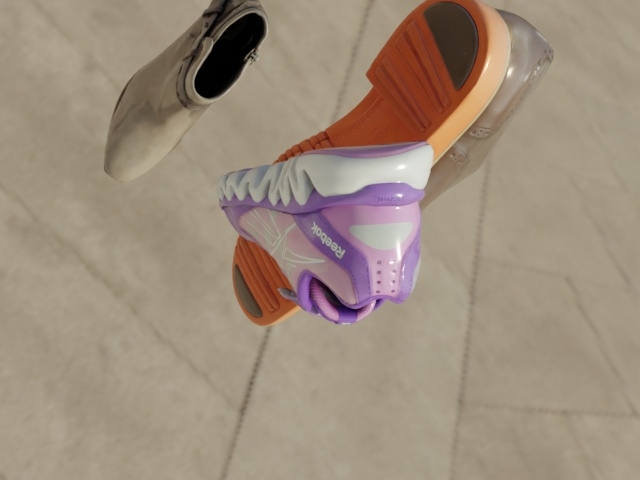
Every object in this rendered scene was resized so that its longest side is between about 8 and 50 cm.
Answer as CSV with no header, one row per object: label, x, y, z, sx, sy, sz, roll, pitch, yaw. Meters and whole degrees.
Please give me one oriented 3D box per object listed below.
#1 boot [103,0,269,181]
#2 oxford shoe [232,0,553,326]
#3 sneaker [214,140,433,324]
boot,-0.070,-0.078,0.814,0.042,0.118,0.087,32,-2,-19
oxford shoe,0.061,-0.050,1.342,0.132,0.364,0.130,7,47,-47
sneaker,0.000,0.000,0.972,0.095,0.236,0.104,-8,91,-19
